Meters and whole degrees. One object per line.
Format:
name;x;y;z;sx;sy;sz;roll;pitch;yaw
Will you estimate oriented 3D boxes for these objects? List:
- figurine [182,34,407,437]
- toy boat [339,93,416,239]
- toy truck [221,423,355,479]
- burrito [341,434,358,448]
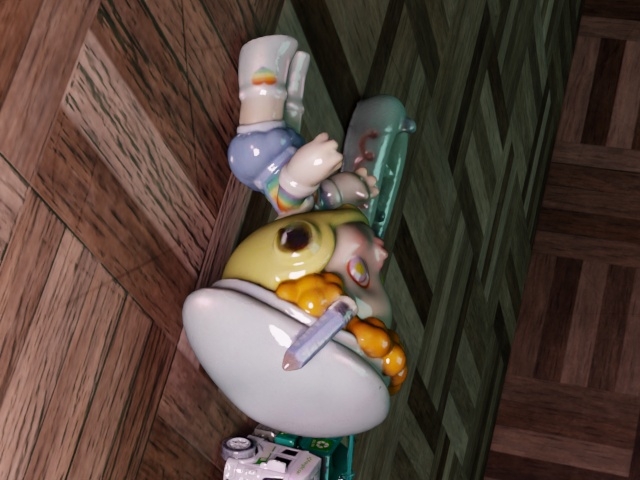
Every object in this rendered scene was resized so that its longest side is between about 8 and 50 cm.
figurine;-0.031;0.003;1.247;0.224;0.205;0.382;60;22;-59
toy boat;0.076;-0.085;1.671;0.134;0.078;0.208;-1;101;-70
toy truck;-0.026;0.240;1.427;0.216;0.116;0.110;-42;137;-64
burrito;0.013;0.189;1.619;0.058;0.063;0.230;-41;135;-50
